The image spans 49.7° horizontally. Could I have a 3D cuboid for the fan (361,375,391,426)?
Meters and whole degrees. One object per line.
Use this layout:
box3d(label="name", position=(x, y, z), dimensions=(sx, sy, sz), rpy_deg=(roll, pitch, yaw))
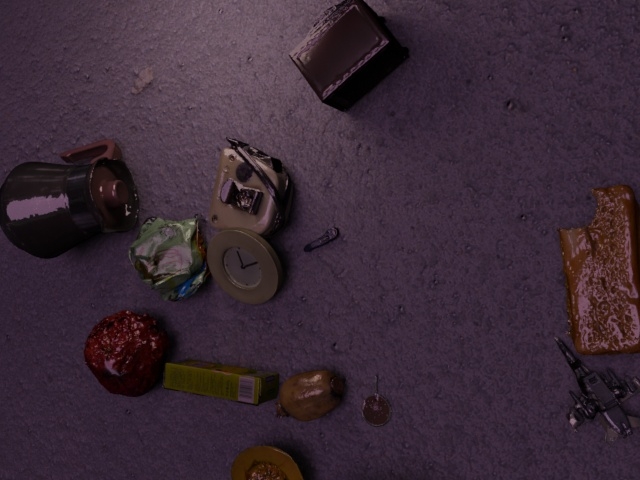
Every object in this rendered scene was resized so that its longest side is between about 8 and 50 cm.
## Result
box3d(label="fan", position=(0.146, 0.421, 1.813), dimensions=(0.085, 0.005, 0.133), rpy_deg=(-2, 88, 26))

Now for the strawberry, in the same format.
box3d(label="strawberry", position=(-0.584, 0.338, 2.041), dimensions=(0.274, 0.220, 0.274), rpy_deg=(0, 91, 23))

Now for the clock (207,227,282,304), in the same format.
box3d(label="clock", position=(-0.212, 0.071, 1.926), dimensions=(0.235, 0.029, 0.235), rpy_deg=(14, 121, 24))

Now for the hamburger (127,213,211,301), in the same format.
box3d(label="hamburger", position=(-0.466, 0.049, 2.037), dimensions=(0.276, 0.150, 0.260), rpy_deg=(-2, 85, 26))

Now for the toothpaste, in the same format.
box3d(label="toothpaste", position=(-0.282, 0.397, 1.956), dimensions=(0.327, 0.110, 0.077), rpy_deg=(4, 91, 25))

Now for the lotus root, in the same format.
box3d(label="lotus root", position=(-0.041, 0.418, 1.842), dimensions=(0.221, 0.118, 0.125), rpy_deg=(-25, 61, 19))

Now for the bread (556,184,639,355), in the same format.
box3d(label="bread", position=(0.631, 0.067, 1.551), dimensions=(0.185, 0.109, 0.380), rpy_deg=(-7, 83, 33))

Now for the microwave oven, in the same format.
box3d(label="microwave oven", position=(0.072, -0.484, 1.794), dimensions=(0.247, 0.178, 0.188), rpy_deg=(-40, 73, 18))

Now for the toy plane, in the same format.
box3d(label="toy plane", position=(0.611, 0.325, 1.557), dimensions=(0.192, 0.088, 0.262), rpy_deg=(-28, 72, -7))

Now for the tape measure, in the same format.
box3d(label="tape measure", position=(-0.184, -0.144, 1.927), dimensions=(0.231, 0.133, 0.271), rpy_deg=(12, 90, 25))

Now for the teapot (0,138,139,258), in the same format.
box3d(label="teapot", position=(-0.756, -0.141, 2.133), dimensions=(0.362, 0.305, 0.376), rpy_deg=(-9, 55, 16))

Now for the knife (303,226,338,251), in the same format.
box3d(label="knife", position=(0.000, 0.000, 1.893), dimensions=(0.121, 0.018, 0.031), rpy_deg=(-28, 83, 22))

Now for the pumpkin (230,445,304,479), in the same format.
box3d(label="pumpkin", position=(-0.129, 0.642, 1.885), dimensions=(0.217, 0.110, 0.217), rpy_deg=(2, 97, 16))
